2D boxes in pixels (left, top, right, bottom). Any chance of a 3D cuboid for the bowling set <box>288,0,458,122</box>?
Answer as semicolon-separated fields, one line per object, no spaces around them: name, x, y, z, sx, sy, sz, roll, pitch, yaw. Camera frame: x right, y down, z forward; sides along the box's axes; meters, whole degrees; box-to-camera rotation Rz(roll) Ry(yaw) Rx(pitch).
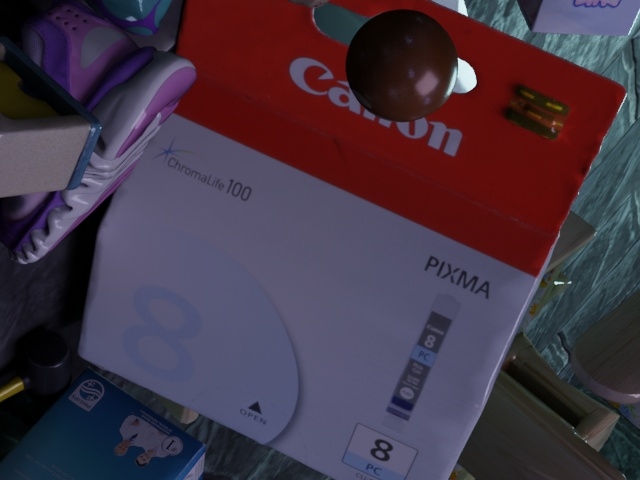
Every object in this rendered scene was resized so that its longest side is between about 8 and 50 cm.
bowling set;-0.016;-0.155;0.632;0.287;0.154;0.200;1;88;-55

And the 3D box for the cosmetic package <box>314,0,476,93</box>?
cosmetic package;0.058;-0.155;1.031;0.085;0.117;0.231;-46;154;-9

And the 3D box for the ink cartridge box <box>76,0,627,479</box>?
ink cartridge box;0.000;0.000;0.926;0.091;0.308;0.385;-57;169;-46

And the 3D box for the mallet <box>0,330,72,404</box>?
mallet;-0.273;0.139;1.011;0.190;0.039;0.062;-34;155;-22

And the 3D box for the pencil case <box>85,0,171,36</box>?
pencil case;-0.091;-0.200;0.777;0.151;0.064;0.070;-58;180;20

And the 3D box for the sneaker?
sneaker;-0.166;-0.071;0.816;0.095;0.104;0.236;-53;-175;-37

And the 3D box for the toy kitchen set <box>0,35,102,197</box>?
toy kitchen set;-0.142;-0.153;0.629;0.122;0.166;0.207;-20;143;-49

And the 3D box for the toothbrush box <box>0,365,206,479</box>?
toothbrush box;-0.228;0.284;1.043;0.295;0.126;0.216;-51;164;-32

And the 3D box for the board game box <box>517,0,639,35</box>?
board game box;0.146;-0.333;0.712;0.066;0.318;0.318;1;137;-15

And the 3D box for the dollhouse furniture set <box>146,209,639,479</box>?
dollhouse furniture set;0.072;0.135;1.155;0.256;0.394;0.362;-30;150;-38
